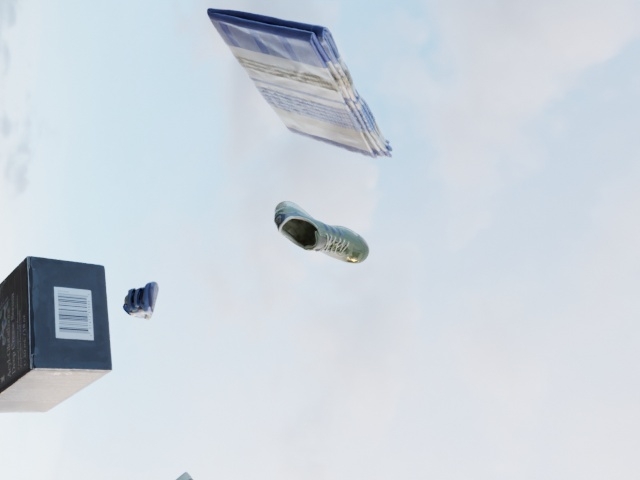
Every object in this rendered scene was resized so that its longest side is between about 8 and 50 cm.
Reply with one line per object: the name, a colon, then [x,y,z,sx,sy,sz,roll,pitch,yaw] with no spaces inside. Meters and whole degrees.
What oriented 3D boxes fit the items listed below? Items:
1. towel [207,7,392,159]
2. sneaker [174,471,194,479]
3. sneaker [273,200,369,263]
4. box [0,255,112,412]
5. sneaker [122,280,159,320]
towel: [-0.022,-0.224,1.054,0.209,0.285,0.034,21,-107,34]
sneaker: [-0.249,0.491,1.236,0.118,0.222,0.083,42,-66,8]
sneaker: [0.000,0.000,1.303,0.064,0.192,0.086,-59,-171,20]
box: [-0.736,0.257,1.895,0.395,0.212,0.293,-33,-121,39]
sneaker: [-0.345,0.116,1.392,0.144,0.059,0.053,129,-26,-57]
